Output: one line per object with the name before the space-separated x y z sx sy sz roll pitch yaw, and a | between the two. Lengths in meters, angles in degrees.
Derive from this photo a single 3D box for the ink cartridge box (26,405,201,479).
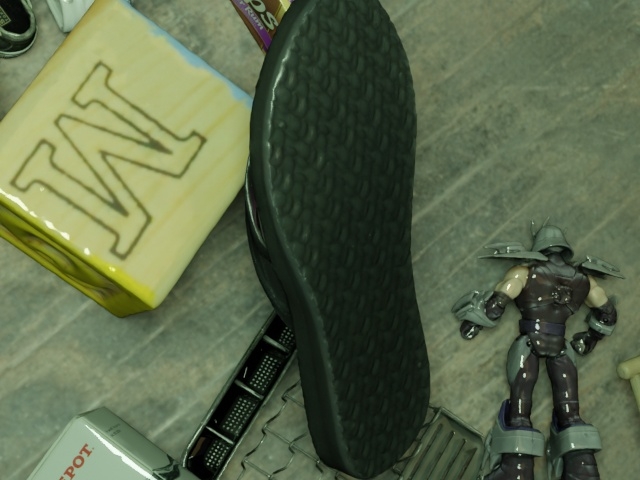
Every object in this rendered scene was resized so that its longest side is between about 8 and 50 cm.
ink cartridge box | -0.162 0.265 1.037 0.208 0.087 0.153 37 91 3

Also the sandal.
sandal | -0.001 0.002 1.005 0.167 0.107 0.445 -30 125 -40

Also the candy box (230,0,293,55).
candy box | -0.033 -0.224 1.164 0.053 0.109 0.186 -35 97 -18

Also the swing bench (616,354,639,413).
swing bench | 0.474 0.206 1.258 0.255 0.165 0.253 -15 88 -45

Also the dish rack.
dish rack | 0.024 0.204 1.146 0.271 0.074 0.208 33 76 -3

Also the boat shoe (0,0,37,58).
boat shoe | -0.331 -0.267 1.086 0.078 0.070 0.219 -42 98 -18

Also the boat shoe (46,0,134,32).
boat shoe | -0.266 -0.316 1.101 0.084 0.095 0.258 -31 94 -23

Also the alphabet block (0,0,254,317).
alphabet block | -0.182 -0.066 1.055 0.193 0.192 0.197 36 73 -10

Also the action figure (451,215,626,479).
action figure | 0.225 0.112 1.229 0.185 0.099 0.285 7 78 -11
